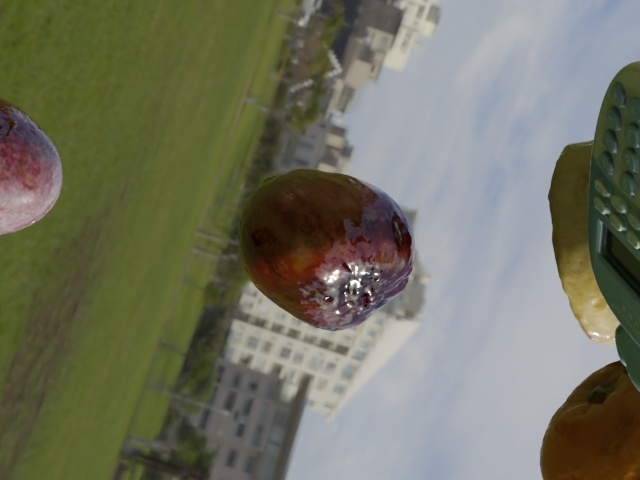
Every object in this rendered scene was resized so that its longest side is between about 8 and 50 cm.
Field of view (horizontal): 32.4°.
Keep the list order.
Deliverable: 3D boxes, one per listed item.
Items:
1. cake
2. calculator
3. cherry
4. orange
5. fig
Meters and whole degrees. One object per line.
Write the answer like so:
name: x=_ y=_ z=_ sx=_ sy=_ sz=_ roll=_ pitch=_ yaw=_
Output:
cake: x=0.523 y=-0.015 z=1.562 sx=0.332 sy=0.321 sz=0.332 roll=21 pitch=65 yaw=-55
calculator: x=0.273 y=-0.002 z=0.901 sx=0.188 sy=0.042 sz=0.302 roll=-118 pitch=-165 yaw=-55
cherry: x=-0.438 y=-0.094 z=1.459 sx=0.250 sy=0.175 sz=0.192 roll=11 pitch=94 yaw=-57
orange: x=0.392 y=0.260 z=1.286 sx=0.261 sy=0.261 sz=0.261 roll=-161 pitch=-90 yaw=-86
fig: x=0.003 y=0.009 z=1.491 sx=0.224 sy=0.263 sz=0.224 roll=-22 pitch=118 yaw=-49
